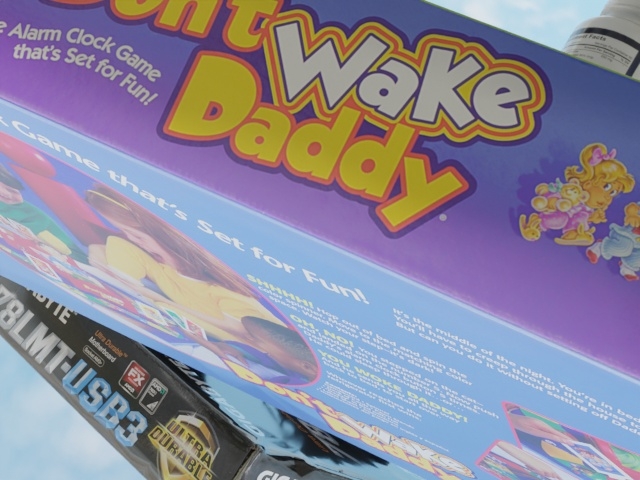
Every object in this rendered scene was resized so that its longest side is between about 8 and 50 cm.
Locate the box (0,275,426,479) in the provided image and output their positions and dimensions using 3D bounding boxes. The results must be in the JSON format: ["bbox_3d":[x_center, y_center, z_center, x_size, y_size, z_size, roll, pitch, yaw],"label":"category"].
[{"bbox_3d":[-0.058,0.128,0.973,0.295,0.073,0.293,33,-179,41],"label":"box"}]

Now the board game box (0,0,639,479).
[{"bbox_3d":[0.000,0.000,0.475,0.347,0.233,0.078,24,-108,17],"label":"board game box"}]

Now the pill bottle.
[{"bbox_3d":[0.236,-0.127,1.138,0.094,0.094,0.169,31,-107,7],"label":"pill bottle"}]
